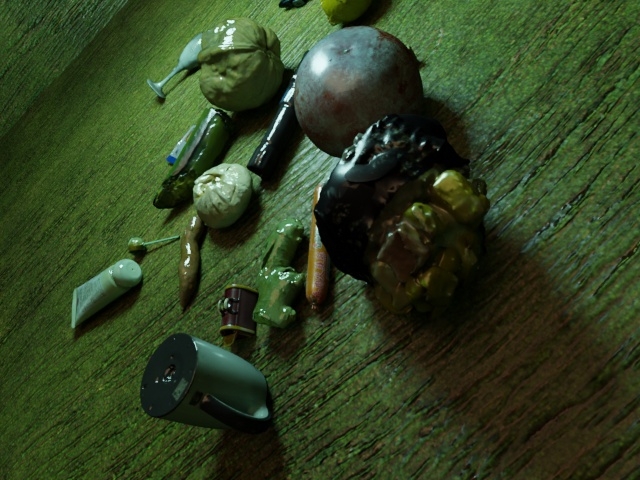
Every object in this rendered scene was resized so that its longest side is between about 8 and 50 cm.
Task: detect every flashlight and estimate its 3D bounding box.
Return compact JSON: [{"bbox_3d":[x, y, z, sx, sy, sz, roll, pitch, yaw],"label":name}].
[{"bbox_3d":[-0.093,-0.372,1.295,0.103,0.103,0.424,16,76,38],"label":"flashlight"}]

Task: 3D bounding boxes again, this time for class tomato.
[{"bbox_3d":[0.090,-0.351,1.056,0.316,0.282,0.317,-9,60,15],"label":"tomato"}]

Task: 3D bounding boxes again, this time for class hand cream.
[{"bbox_3d":[-0.709,0.161,1.405,0.305,0.093,0.147,-28,58,19],"label":"hand cream"}]

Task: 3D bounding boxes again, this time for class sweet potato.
[{"bbox_3d":[-0.383,0.061,1.268,0.067,0.059,0.281,-23,53,32],"label":"sweet potato"}]

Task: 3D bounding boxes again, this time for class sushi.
[{"bbox_3d":[0.181,-0.033,0.804,0.328,0.328,0.285,-43,60,-16],"label":"sushi"}]

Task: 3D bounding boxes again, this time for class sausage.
[{"bbox_3d":[0.000,0.000,1.055,0.053,0.053,0.348,-12,59,28],"label":"sausage"}]

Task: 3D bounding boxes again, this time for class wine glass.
[{"bbox_3d":[-0.558,-0.686,1.737,0.309,0.096,0.264,-37,31,10],"label":"wine glass"}]

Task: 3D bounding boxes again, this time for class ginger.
[{"bbox_3d":[-0.093,0.077,1.057,0.137,0.089,0.290,-32,44,38],"label":"ginger"}]

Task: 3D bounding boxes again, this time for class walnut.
[{"bbox_3d":[-0.261,-0.570,1.408,0.276,0.282,0.253,3,26,29],"label":"walnut"}]

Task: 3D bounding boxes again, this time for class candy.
[{"bbox_3d":[-0.542,0.008,1.416,0.202,0.061,0.061,-10,59,19],"label":"candy"}]

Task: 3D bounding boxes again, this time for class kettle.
[{"bbox_3d":[-0.210,0.317,0.893,0.221,0.236,0.161,22,76,45],"label":"kettle"}]

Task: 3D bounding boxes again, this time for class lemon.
[{"bbox_3d":[0.080,-0.778,1.360,0.173,0.173,0.206,44,115,41],"label":"lemon"}]

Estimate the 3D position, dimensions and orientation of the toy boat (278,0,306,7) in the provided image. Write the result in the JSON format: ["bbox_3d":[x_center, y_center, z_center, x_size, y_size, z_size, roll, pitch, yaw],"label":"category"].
[{"bbox_3d":[-0.099,-0.901,1.619,0.141,0.055,0.060,-9,83,29],"label":"toy boat"}]

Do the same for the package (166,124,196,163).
[{"bbox_3d":[-0.467,-0.335,1.563,0.171,0.027,0.173,29,78,40],"label":"package"}]

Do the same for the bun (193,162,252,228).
[{"bbox_3d":[-0.298,-0.140,1.264,0.222,0.127,0.222,-25,54,39],"label":"bun"}]

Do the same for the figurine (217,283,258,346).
[{"bbox_3d":[-0.212,0.182,1.065,0.082,0.098,0.154,-13,56,23],"label":"figurine"}]

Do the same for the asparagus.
[{"bbox_3d":[-0.417,-0.259,1.438,0.128,0.108,0.382,26,81,14],"label":"asparagus"}]

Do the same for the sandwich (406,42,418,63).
[{"bbox_3d":[0.242,-0.488,1.179,0.031,0.044,0.083,-115,31,-42],"label":"sandwich"}]
